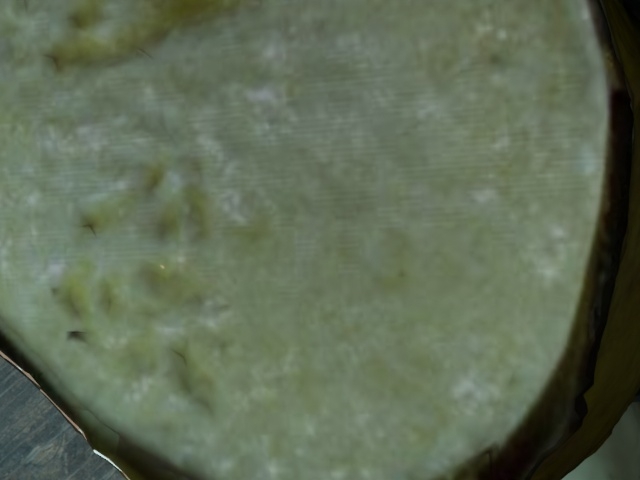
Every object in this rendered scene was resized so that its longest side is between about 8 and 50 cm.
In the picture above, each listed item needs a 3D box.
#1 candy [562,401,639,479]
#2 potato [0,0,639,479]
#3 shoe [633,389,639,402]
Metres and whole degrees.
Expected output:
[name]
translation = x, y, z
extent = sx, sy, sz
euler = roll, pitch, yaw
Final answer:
[candy]
translation = 0.117, 0.120, 0.854
extent = 0.295, 0.185, 0.295
euler = 35, 151, 23
[potato]
translation = 0.013, -0.058, 0.535
extent = 0.397, 0.290, 0.296
euler = 66, -159, 8
[shoe]
translation = 0.145, 0.026, 0.712
extent = 0.179, 0.071, 0.049
euler = 49, 167, 21
